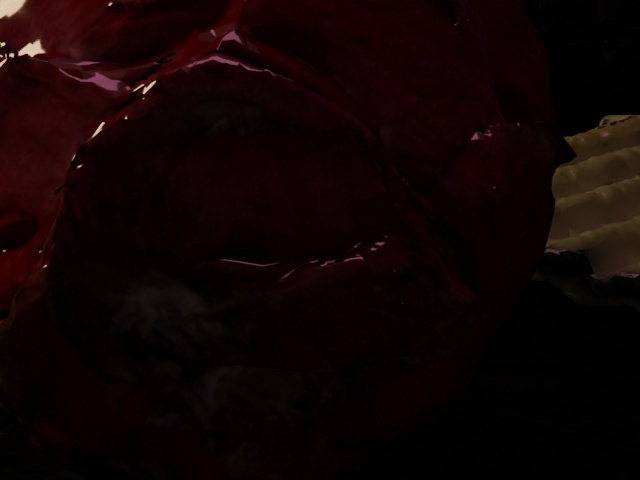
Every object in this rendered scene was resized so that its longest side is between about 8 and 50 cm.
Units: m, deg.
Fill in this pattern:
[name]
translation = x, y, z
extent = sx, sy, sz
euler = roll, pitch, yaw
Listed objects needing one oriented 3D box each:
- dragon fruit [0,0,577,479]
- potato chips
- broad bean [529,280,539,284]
[dragon fruit]
translation = -0.042, -0.034, 0.566
extent = 0.329, 0.329, 0.329
euler = 1, 7, 0
[potato chips]
translation = 0.312, -0.018, 0.976
extent = 0.429, 0.070, 0.358
euler = -13, 34, -30
[broad bean]
translation = 0.109, -0.003, 1.140
extent = 0.263, 0.121, 0.189
euler = -13, 8, 18
